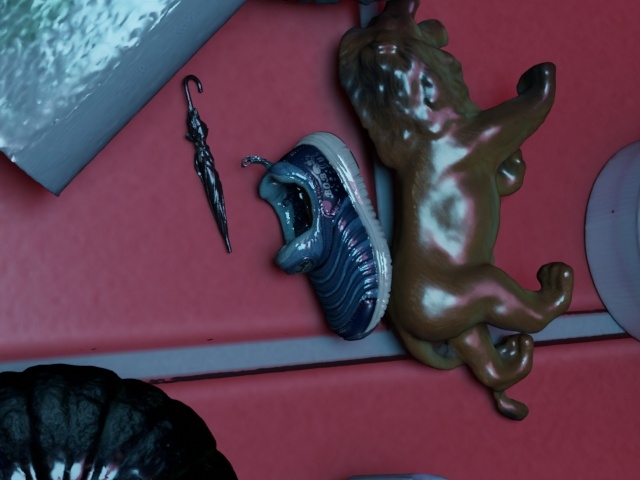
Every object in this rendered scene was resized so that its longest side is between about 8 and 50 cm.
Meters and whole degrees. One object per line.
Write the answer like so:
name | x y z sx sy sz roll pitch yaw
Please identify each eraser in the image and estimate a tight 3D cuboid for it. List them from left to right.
eraser | -0.139 -0.164 0.628 0.174 0.081 0.227 44 88 -13

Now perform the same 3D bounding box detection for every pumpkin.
pumpkin | -0.137 0.166 0.592 0.202 0.140 0.202 1 80 -6

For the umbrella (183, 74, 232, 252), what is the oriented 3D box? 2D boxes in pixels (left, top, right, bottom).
umbrella | -0.076 -0.051 0.728 0.022 0.013 0.122 -8 85 -50

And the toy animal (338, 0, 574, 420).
toy animal | 0.088 -0.025 0.777 0.158 0.097 0.312 0 84 -18

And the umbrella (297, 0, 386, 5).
umbrella | -0.014 -0.326 0.718 0.143 0.094 0.348 -9 92 -27

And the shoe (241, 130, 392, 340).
shoe | 0.000 0.000 0.732 0.071 0.064 0.143 -18 89 -30

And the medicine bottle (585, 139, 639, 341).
medicine bottle | 0.380 -0.022 0.758 0.214 0.379 0.213 4 81 -28

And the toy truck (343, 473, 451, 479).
toy truck | 0.102 0.258 0.718 0.268 0.124 0.155 47 57 -17
